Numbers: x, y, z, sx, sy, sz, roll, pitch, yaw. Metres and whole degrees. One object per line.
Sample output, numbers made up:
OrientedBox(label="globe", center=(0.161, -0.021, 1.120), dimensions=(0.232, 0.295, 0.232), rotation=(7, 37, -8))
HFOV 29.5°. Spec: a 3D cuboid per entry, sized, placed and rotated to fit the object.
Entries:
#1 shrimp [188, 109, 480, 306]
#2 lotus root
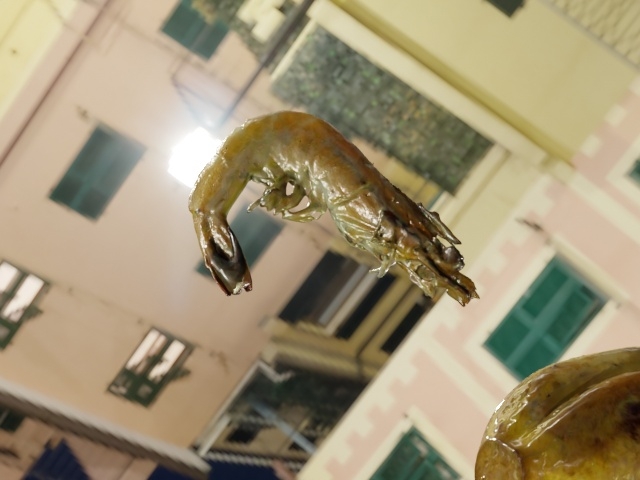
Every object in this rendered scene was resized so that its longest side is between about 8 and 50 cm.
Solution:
OrientedBox(label="shrimp", center=(0.000, -0.001, 0.708), dimensions=(0.178, 0.124, 0.034), rotation=(44, 159, 12))
OrientedBox(label="lotus root", center=(0.279, 0.197, 1.210), dimensions=(0.291, 0.193, 0.193), rotation=(-18, -135, -27))
